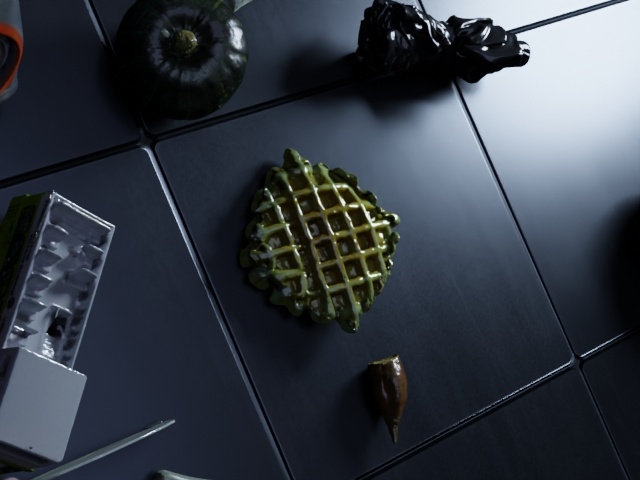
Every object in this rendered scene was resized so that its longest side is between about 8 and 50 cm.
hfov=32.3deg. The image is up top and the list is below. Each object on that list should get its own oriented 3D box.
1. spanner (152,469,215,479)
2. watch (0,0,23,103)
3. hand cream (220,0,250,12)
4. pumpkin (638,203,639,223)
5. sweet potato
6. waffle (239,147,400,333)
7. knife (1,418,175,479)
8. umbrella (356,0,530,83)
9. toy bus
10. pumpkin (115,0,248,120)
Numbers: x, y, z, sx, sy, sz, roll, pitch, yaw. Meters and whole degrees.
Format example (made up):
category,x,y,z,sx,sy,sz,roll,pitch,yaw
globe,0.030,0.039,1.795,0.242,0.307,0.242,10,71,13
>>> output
category,x,y,z,sx,sy,sz,roll,pitch,yaw
spanner,-0.054,0.345,1.318,0.325,0.040,0.095,18,68,-22
watch,-0.492,-0.243,1.168,0.305,0.241,0.274,-27,73,-29
hand cream,-0.066,-0.375,1.522,0.195,0.042,0.067,-32,93,-27
pumpkin,0.591,-0.029,1.721,0.202,0.140,0.201,9,72,-29
sweet potato,0.090,0.205,1.431,0.049,0.049,0.117,3,71,-28
waffle,0.000,0.000,1.439,0.208,0.054,0.214,32,65,-13
knife,-0.297,0.251,1.188,0.336,0.081,0.043,-22,90,-32
umbrella,0.186,-0.277,1.582,0.273,0.122,0.110,3,74,-28
toy bus,-0.312,0.095,1.179,0.113,0.139,0.301,33,58,-39
pumpkin,-0.170,-0.232,1.374,0.167,0.125,0.167,6,80,-36
